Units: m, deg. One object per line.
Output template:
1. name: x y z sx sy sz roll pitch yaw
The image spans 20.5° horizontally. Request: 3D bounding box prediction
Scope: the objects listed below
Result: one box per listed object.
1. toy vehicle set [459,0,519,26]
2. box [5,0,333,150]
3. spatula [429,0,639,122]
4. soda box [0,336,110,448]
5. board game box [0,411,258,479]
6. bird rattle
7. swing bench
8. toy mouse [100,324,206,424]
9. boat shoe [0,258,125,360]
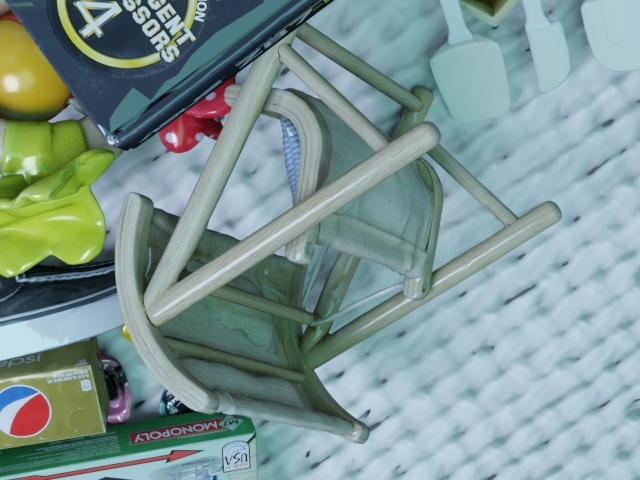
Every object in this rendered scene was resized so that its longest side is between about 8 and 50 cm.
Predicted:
1. toy vehicle set: 0.068 -0.275 1.279 0.267 0.035 0.166 23 129 -23
2. box: -0.119 -0.304 1.133 0.318 0.097 0.395 -36 89 1
3. spatula: 0.151 -0.192 1.322 0.168 0.019 0.242 -14 136 10
4. soda box: -0.256 0.123 1.354 0.181 0.058 0.061 -9 114 1
5. board game box: -0.206 0.253 1.427 0.317 0.046 0.213 -9 122 -12
6. bird rattle: -0.177 -0.111 1.245 0.207 0.143 0.253 39 66 1
7. swing bench: 0.000 0.000 1.279 0.254 0.165 0.253 -49 153 9
8. toy mouse: -0.137 0.113 1.415 0.161 0.031 0.143 -3 117 -11
9. boat shoe: -0.267 0.038 1.310 0.306 0.113 0.105 -11 95 -15
